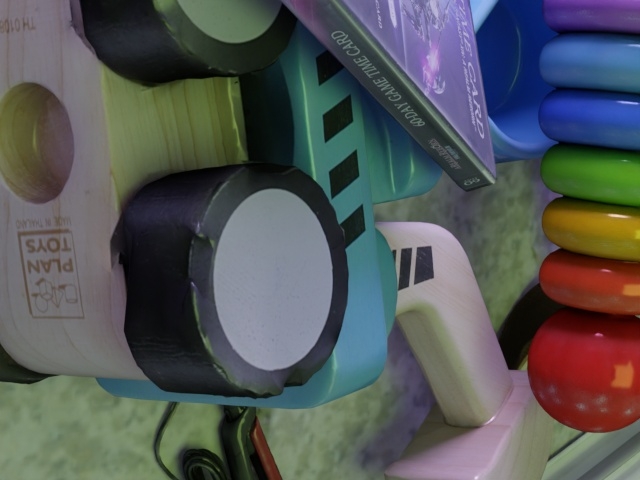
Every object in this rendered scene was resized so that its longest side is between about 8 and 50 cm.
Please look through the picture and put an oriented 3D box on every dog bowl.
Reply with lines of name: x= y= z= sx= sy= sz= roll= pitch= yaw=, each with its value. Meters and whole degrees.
dog bowl: x=0.098 y=-0.169 z=0.823 sx=0.297 sy=0.074 sz=0.166 roll=44 pitch=74 yaw=-35

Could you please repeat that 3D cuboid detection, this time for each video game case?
video game case: x=0.021 y=-0.162 z=0.589 sx=0.274 sy=0.026 sz=0.196 roll=37 pitch=43 yaw=-57

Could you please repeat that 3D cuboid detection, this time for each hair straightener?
hair straightener: x=-0.054 y=0.192 z=0.809 sx=0.089 sy=0.047 sz=0.231 roll=-29 pitch=116 yaw=-28

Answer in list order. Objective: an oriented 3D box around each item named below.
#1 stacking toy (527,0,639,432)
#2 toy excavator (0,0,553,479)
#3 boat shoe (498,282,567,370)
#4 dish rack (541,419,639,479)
stacking toy: x=0.195 y=-0.035 z=0.782 sx=0.141 sy=0.141 sz=0.331 roll=3 pitch=96 yaw=-37
toy excavator: x=0.000 y=0.000 z=0.712 sx=0.445 sy=0.222 sz=0.433 roll=-14 pitch=98 yaw=-51
boat shoe: x=0.173 y=0.084 z=0.953 sx=0.135 sy=0.050 sz=0.045 roll=-51 pitch=128 yaw=-4
dish rack: x=0.307 y=0.286 z=1.083 sx=0.332 sy=0.072 sz=0.286 roll=-28 pitch=116 yaw=-27
